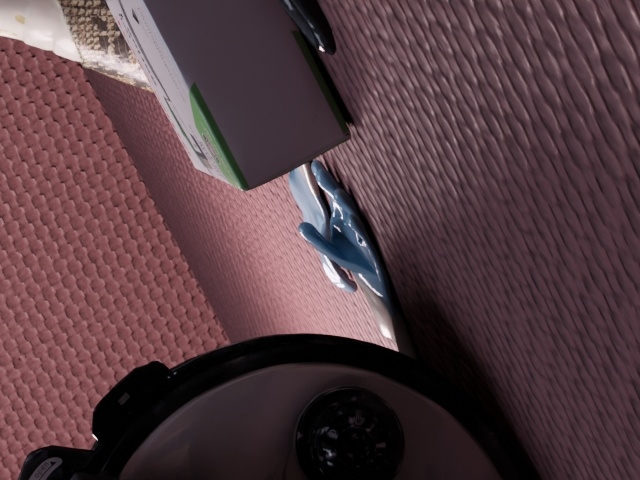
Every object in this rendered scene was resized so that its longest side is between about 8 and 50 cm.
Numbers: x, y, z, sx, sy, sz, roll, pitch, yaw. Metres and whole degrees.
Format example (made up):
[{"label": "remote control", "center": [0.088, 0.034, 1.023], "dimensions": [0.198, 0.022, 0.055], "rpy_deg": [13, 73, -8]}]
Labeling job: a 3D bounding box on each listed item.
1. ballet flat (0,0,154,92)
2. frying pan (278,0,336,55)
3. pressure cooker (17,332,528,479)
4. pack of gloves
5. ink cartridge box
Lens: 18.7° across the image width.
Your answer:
[{"label": "ballet flat", "center": [-0.294, -0.314, 1.843], "dimensions": [0.483, 0.182, 0.164], "rpy_deg": [62, 171, -14]}, {"label": "frying pan", "center": [-0.071, -0.254, 1.117], "dimensions": [0.326, 0.053, 0.197], "rpy_deg": [48, 165, 52]}, {"label": "pressure cooker", "center": [-0.025, 0.248, 1.481], "dimensions": [0.375, 0.370, 0.420], "rpy_deg": [62, 171, 1]}, {"label": "pack of gloves", "center": [0.000, 0.000, 1.608], "dimensions": [0.195, 0.046, 0.232], "rpy_deg": [51, 168, 45]}, {"label": "ink cartridge box", "center": [-0.072, -0.130, 1.418], "dimensions": [0.160, 0.092, 0.219], "rpy_deg": [62, 172, -10]}]
